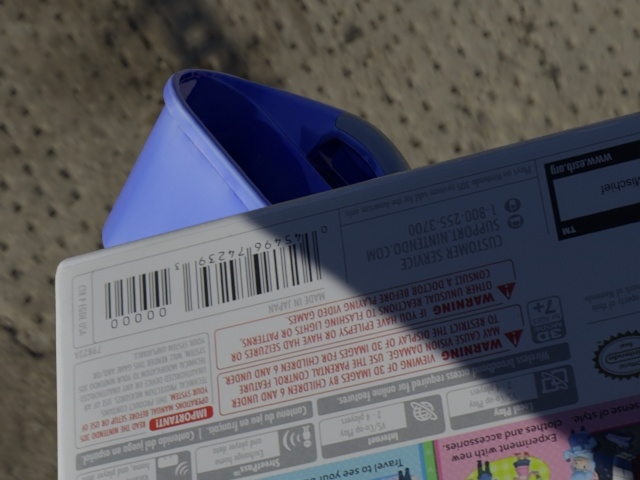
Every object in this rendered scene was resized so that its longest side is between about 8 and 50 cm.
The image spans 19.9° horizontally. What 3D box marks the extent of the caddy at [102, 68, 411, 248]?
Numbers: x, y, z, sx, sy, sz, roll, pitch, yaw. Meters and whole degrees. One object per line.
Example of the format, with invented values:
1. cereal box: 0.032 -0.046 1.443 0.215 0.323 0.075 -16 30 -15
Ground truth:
1. caddy: 0.000 0.000 1.295 0.179 0.241 0.341 -57 44 17

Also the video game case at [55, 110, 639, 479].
1. video game case: 0.035 0.066 0.453 0.212 0.023 0.193 -14 57 12
